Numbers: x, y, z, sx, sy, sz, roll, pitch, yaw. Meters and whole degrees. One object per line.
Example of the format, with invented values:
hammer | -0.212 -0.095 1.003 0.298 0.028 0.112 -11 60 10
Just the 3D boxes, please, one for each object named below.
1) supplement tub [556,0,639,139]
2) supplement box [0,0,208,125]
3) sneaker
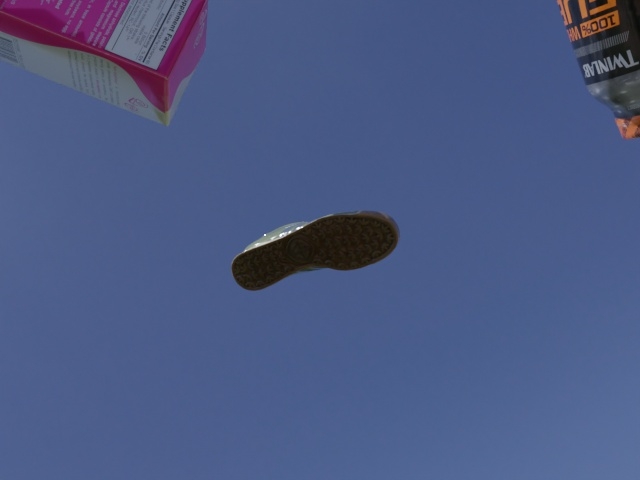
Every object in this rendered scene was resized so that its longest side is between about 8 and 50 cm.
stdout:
supplement tub | 0.370 -0.287 1.296 0.194 0.315 0.193 -20 4 1
supplement box | -0.239 -0.224 1.189 0.220 0.113 0.111 23 -22 1
sneaker | 0.000 0.000 1.249 0.192 0.086 0.064 -16 -77 19
